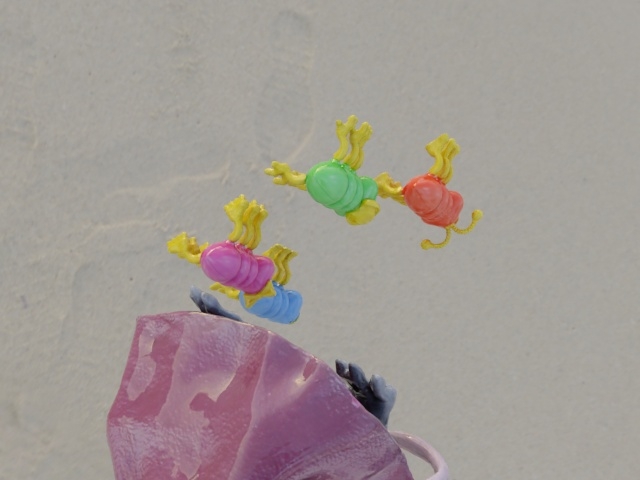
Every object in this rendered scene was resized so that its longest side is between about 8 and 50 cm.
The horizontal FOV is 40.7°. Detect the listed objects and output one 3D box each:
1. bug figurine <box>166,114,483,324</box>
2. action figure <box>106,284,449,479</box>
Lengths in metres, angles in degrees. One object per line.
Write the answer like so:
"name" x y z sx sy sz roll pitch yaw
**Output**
"bug figurine" 0.000 0.000 0.769 0.216 0.279 0.072 22 40 -56
"action figure" -0.113 0.231 0.616 0.276 0.248 0.370 48 61 -41
